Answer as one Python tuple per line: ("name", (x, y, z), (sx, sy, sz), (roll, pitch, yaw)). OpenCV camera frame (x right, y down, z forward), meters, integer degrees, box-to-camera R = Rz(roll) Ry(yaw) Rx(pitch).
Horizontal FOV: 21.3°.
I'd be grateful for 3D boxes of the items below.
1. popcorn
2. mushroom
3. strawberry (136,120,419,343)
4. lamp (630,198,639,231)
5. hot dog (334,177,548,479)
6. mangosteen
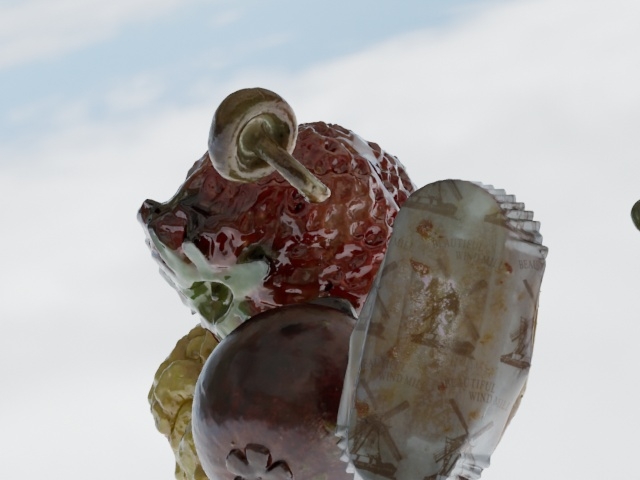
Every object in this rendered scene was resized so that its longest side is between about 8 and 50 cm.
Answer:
("popcorn", (-0.087, 0.233, 2.019), (0.225, 0.265, 0.332), (-21, -153, 18))
("mushroom", (-0.047, -0.078, 1.542), (0.088, 0.129, 0.073), (-46, -171, -11))
("strawberry", (-0.004, 0.002, 1.812), (0.310, 0.291, 0.292), (-34, -160, -13))
("lamp", (0.473, 0.031, 1.909), (0.203, 0.124, 0.283), (0, -170, -2))
("hot dog", (0.096, 0.081, 1.330), (0.144, 0.268, 0.075), (17, 173, 15))
("mangosteen", (-0.003, 0.149, 1.593), (0.215, 0.215, 0.257), (-5, -154, 27))
